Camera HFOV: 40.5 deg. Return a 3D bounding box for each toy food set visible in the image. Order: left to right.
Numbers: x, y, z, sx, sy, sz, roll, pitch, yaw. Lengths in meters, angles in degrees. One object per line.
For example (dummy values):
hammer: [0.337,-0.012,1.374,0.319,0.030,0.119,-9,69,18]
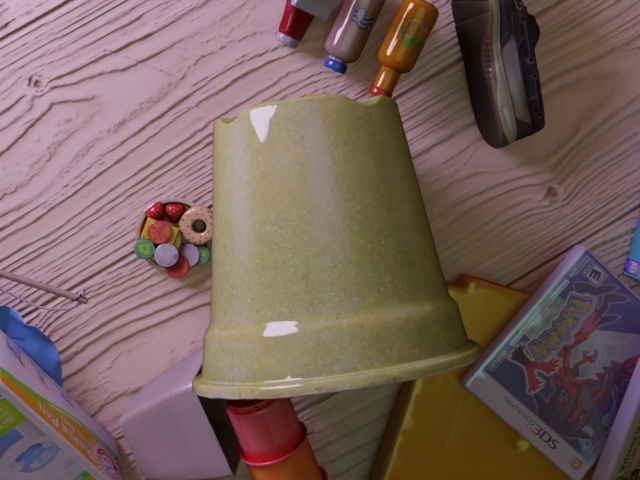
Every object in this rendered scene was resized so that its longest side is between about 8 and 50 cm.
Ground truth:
toy food set: [-0.153,-0.004,0.912,0.083,0.020,0.082,19,96,-12]
toy food set: [-0.007,-0.228,0.845,0.232,0.111,0.104,17,103,-38]

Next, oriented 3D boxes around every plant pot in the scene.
plant pot: [-0.146,0.190,0.907,0.096,0.109,0.109,-21,102,7]
plant pot: [0.000,0.000,0.831,0.276,0.276,0.254,-7,90,-8]

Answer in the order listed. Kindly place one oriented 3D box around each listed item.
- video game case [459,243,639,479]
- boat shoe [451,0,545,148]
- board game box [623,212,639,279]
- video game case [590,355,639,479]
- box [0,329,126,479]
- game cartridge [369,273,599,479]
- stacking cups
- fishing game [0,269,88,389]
video game case: [0.284,0.137,0.958,0.183,0.023,0.201,41,89,-12]
boat shoe: [0.190,-0.210,0.905,0.073,0.080,0.223,-17,109,-15]
board game box: [0.451,-0.044,0.985,0.160,0.047,0.210,10,98,-10]
video game case: [0.410,0.188,0.980,0.193,0.023,0.212,4,111,-30]
box: [-0.296,0.202,0.852,0.114,0.103,0.203,-35,122,-2]
game cartridge: [0.219,0.221,0.996,0.285,0.053,0.323,17,94,-11]
stacking cups: [-0.027,0.291,0.922,0.096,0.096,0.316,-23,110,-4]
fishing game: [-0.360,0.138,0.880,0.189,0.041,0.264,17,107,-25]
